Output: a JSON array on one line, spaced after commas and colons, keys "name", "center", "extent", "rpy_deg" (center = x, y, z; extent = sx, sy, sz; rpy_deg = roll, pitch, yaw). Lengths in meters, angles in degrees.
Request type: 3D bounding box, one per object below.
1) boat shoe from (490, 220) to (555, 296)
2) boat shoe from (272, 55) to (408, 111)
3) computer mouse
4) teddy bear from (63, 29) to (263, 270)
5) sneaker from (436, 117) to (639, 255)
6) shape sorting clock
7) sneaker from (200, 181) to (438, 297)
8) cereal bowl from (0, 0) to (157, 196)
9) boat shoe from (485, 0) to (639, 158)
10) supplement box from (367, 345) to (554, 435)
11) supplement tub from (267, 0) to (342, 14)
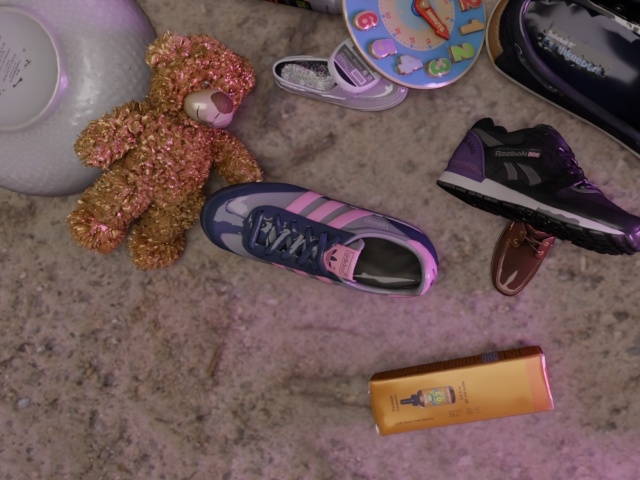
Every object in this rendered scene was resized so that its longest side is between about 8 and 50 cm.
[{"name": "boat shoe", "center": [0.273, -0.008, 1.070], "extent": [0.064, 0.060, 0.178], "rpy_deg": [26, 98, 7]}, {"name": "boat shoe", "center": [0.024, -0.216, 1.095], "extent": [0.184, 0.063, 0.066], "rpy_deg": [16, 97, 8]}, {"name": "computer mouse", "center": [0.077, -0.252, 1.061], "extent": [0.193, 0.042, 0.106], "rpy_deg": [-40, 93, -24]}, {"name": "teddy bear", "center": [-0.200, -0.101, 1.080], "extent": [0.338, 0.113, 0.245], "rpy_deg": [-44, 118, 10]}, {"name": "sneaker", "center": [0.273, -0.079, 0.990], "extent": [0.283, 0.107, 0.124], "rpy_deg": [27, 89, 42]}, {"name": "shape sorting clock", "center": [0.122, -0.292, 1.033], "extent": [0.206, 0.040, 0.206], "rpy_deg": [3, 82, -26]}, {"name": "sneaker", "center": [0.000, 0.000, 1.052], "extent": [0.319, 0.131, 0.112], "rpy_deg": [10, 105, -4]}, {"name": "cereal bowl", "center": [-0.397, -0.225, 1.129], "extent": [0.339, 0.141, 0.339], "rpy_deg": [1, 96, 9]}, {"name": "boat shoe", "center": [0.435, -0.178, 0.984], "extent": [0.500, 0.156, 0.187], "rpy_deg": [26, 96, 5]}, {"name": "supplement box", "center": [0.184, 0.199, 1.094], "extent": [0.233, 0.080, 0.078], "rpy_deg": [-11, 92, 9]}, {"name": "supplement tub", "center": [-0.049, -0.368, 1.070], "extent": [0.190, 0.117, 0.117], "rpy_deg": [13, 96, 9]}]
